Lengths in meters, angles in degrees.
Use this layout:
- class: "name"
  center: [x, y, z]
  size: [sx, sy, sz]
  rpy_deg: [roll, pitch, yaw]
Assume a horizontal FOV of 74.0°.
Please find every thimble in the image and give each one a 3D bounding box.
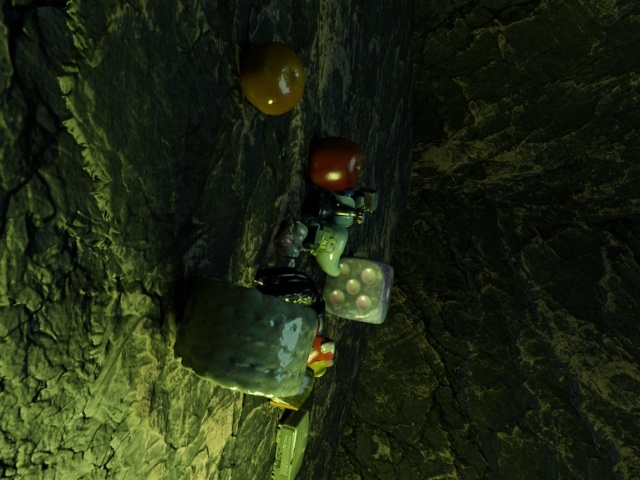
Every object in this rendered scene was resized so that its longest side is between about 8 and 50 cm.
- class: "thimble"
  center: [-0.157, 0.203, 0.911]
  size: [0.291, 0.291, 0.196]
  rpy_deg: [46, 58, -69]

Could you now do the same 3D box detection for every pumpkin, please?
- class: "pumpkin"
  center: [-0.147, 0.458, 1.389]
  size: [0.280, 0.190, 0.140]
  rpy_deg: [-27, -144, 54]

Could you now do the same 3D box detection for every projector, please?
- class: "projector"
  center: [-0.114, 0.806, 1.684]
  size: [0.193, 0.088, 0.270]
  rpy_deg: [-26, 126, -70]

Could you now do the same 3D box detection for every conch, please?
- class: "conch"
  center: [0.039, 0.030, 1.638]
  size: [0.185, 0.120, 0.221]
  rpy_deg: [-52, 155, -62]

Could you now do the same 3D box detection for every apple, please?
- class: "apple"
  center: [0.049, -0.255, 1.425]
  size: [0.181, 0.168, 0.181]
  rpy_deg: [17, 90, -74]

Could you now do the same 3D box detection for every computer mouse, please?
- class: "computer mouse"
  center: [-0.088, 0.130, 1.229]
  size: [0.241, 0.147, 0.078]
  rpy_deg: [11, 122, -43]

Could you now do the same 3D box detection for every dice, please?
- class: "dice"
  center: [0.174, 0.218, 1.917]
  size: [0.270, 0.270, 0.271]
  rpy_deg: [29, 72, -71]

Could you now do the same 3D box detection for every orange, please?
- class: "orange"
  center: [-0.109, -0.361, 0.954]
  size: [0.154, 0.134, 0.155]
  rpy_deg: [-3, 94, -50]

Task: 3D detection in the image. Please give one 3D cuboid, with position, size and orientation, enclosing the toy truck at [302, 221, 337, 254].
- class: "toy truck"
  center: [0.000, 0.000, 1.423]
  size: [0.191, 0.115, 0.085]
  rpy_deg: [149, -44, -76]

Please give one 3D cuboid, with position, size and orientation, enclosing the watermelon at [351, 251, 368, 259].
- class: "watermelon"
  center: [0.178, 0.142, 2.193]
  size: [0.145, 0.137, 0.193]
  rpy_deg: [16, 84, -37]

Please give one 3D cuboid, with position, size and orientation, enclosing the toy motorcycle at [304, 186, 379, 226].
- class: "toy motorcycle"
  center: [0.089, -0.133, 1.542]
  size: [0.358, 0.212, 0.125]
  rpy_deg: [-41, 139, -63]

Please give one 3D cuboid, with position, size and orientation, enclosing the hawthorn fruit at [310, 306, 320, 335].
- class: "hawthorn fruit"
  center: [-0.088, 0.252, 1.297]
  size: [0.173, 0.172, 0.173]
  rpy_deg: [11, 90, -72]

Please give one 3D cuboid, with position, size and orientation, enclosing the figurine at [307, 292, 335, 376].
- class: "figurine"
  center: [-0.032, 0.374, 1.604]
  size: [0.193, 0.154, 0.422]
  rpy_deg: [-117, -164, -59]

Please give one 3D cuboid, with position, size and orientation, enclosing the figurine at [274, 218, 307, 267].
- class: "figurine"
  center: [-0.102, 0.012, 1.305]
  size: [0.098, 0.081, 0.146]
  rpy_deg: [33, 67, -24]
